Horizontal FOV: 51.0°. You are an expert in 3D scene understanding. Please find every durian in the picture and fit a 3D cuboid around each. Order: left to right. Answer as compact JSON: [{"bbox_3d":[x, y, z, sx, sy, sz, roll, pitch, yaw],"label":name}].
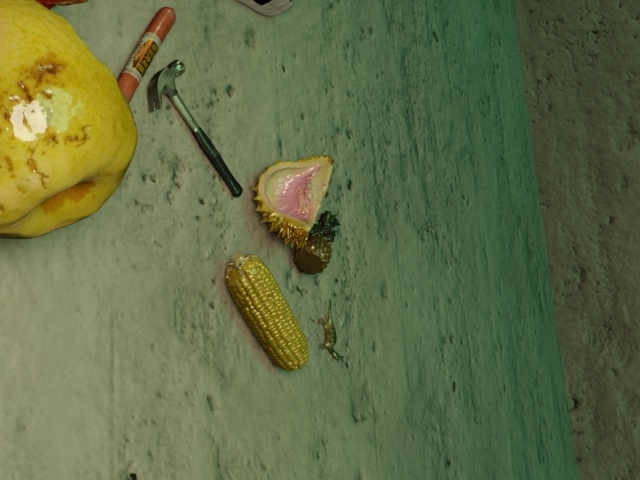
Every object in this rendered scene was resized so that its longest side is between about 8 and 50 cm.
[{"bbox_3d":[-0.039,-0.070,1.219,0.165,0.132,0.183,22,58,-59],"label":"durian"}]

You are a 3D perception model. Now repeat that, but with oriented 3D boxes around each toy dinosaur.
[{"bbox_3d":[0.020,0.175,1.324,0.060,0.029,0.120,40,42,-62],"label":"toy dinosaur"}]

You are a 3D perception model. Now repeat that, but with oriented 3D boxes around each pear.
[{"bbox_3d":[-0.331,-0.136,0.718,0.271,0.271,0.271,22,63,-50],"label":"pear"}]

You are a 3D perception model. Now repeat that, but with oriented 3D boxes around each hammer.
[{"bbox_3d":[-0.200,-0.168,1.110,0.246,0.029,0.103,60,38,-27],"label":"hammer"}]

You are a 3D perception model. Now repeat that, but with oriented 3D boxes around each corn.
[{"bbox_3d":[-0.089,0.123,1.130,0.238,0.080,0.080,63,37,-20],"label":"corn"}]

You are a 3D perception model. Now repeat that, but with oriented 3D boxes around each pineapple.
[{"bbox_3d":[0.000,0.000,1.311,0.074,0.074,0.159,60,30,-24],"label":"pineapple"}]

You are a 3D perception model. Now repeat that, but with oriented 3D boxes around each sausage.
[{"bbox_3d":[-0.274,-0.283,1.034,0.034,0.034,0.253,46,46,-38],"label":"sausage"}]

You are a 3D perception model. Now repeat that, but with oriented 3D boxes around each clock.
[{"bbox_3d":[-0.117,-0.514,1.287,0.176,0.079,0.117,11,70,-51],"label":"clock"}]

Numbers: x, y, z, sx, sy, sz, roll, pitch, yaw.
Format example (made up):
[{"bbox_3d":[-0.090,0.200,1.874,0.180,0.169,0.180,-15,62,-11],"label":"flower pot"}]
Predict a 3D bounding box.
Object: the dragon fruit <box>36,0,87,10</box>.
[{"bbox_3d":[-0.392,-0.335,0.768,0.317,0.152,0.205,51,-5,31],"label":"dragon fruit"}]
